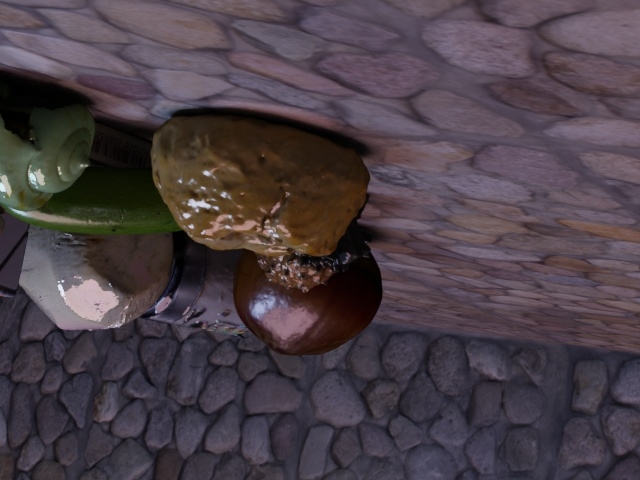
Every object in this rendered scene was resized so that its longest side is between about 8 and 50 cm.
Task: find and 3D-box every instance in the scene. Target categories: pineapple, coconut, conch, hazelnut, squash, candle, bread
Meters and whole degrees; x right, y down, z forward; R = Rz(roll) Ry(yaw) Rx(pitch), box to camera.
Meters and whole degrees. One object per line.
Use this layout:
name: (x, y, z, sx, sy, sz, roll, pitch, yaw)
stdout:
pineapple: (-0.001, 0.000, 2.002, 0.128, 0.128, 0.248, 12, 168, -19)
coconut: (-0.343, 0.023, 2.208, 0.227, 0.227, 0.230, 16, 163, -38)
conch: (-0.364, -0.127, 1.610, 0.250, 0.137, 0.143, 28, -160, 1)
hazelnut: (-0.014, 0.077, 2.255, 0.217, 0.217, 0.251, 6, 171, 28)
squash: (-0.233, -0.047, 1.736, 0.292, 0.082, 0.082, 1, 176, -19)
candle: (-0.169, 0.061, 2.430, 0.330, 0.187, 0.187, 15, 171, -42)
bread: (-0.074, -0.053, 1.633, 0.244, 0.134, 0.244, 8, 170, 2)

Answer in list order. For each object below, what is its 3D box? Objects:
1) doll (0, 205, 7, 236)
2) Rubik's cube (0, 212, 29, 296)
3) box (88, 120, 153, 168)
doll: (-0.490, -0.082, 1.733, 0.278, 0.154, 0.119, 37, 162, -22)
Rubik's cube: (-0.508, -0.050, 1.948, 0.205, 0.205, 0.207, 7, 171, 15)
box: (-0.258, -0.088, 1.899, 0.204, 0.051, 0.365, 1, 170, 35)
